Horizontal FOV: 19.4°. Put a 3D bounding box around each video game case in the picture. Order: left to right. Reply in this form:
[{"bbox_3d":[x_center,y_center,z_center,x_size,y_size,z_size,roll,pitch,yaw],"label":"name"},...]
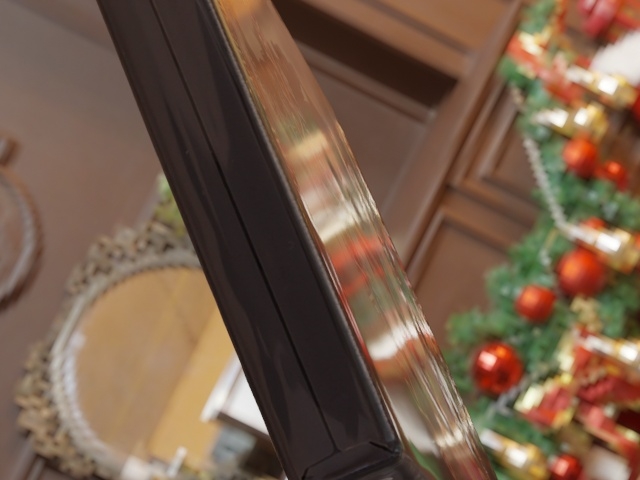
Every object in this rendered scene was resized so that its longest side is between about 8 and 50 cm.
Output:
[{"bbox_3d":[0.000,0.000,0.488,0.026,0.196,0.274,-25,-22,4],"label":"video game case"}]
